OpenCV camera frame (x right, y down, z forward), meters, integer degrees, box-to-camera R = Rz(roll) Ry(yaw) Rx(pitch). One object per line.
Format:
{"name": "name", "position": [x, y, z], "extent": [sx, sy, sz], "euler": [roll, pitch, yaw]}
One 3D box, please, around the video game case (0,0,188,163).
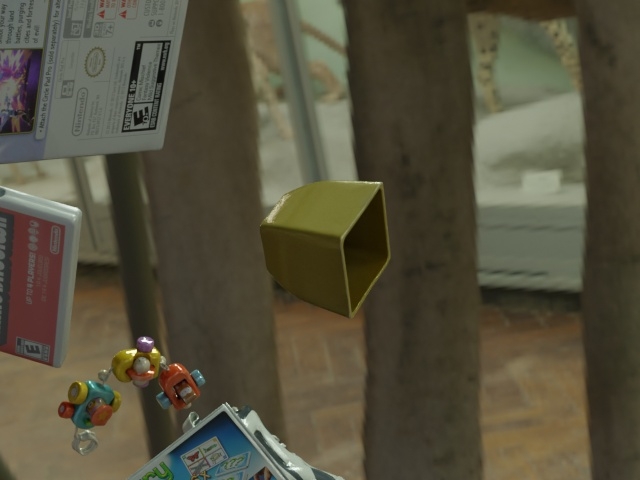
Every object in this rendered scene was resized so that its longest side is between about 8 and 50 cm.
{"name": "video game case", "position": [-0.192, -0.180, 0.825], "extent": [0.244, 0.269, 0.061], "euler": [-9, 32, -42]}

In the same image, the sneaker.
{"name": "sneaker", "position": [-0.056, 0.247, 1.452], "extent": [0.235, 0.094, 0.153], "euler": [15, 29, -30]}

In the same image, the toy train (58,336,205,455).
{"name": "toy train", "position": [-0.206, 0.180, 1.463], "extent": [0.166, 0.125, 0.046], "euler": [-31, 39, -17]}

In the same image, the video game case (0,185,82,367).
{"name": "video game case", "position": [-0.384, 0.013, 1.309], "extent": [0.285, 0.204, 0.025], "euler": [16, 39, 2]}

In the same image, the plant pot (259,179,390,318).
{"name": "plant pot", "position": [0.000, 0.000, 1.043], "extent": [0.083, 0.081, 0.081], "euler": [12, 42, 24]}

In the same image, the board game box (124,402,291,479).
{"name": "board game box", "position": [-0.144, 0.315, 1.184], "extent": [0.305, 0.193, 0.053], "euler": [-36, -12, -21]}
